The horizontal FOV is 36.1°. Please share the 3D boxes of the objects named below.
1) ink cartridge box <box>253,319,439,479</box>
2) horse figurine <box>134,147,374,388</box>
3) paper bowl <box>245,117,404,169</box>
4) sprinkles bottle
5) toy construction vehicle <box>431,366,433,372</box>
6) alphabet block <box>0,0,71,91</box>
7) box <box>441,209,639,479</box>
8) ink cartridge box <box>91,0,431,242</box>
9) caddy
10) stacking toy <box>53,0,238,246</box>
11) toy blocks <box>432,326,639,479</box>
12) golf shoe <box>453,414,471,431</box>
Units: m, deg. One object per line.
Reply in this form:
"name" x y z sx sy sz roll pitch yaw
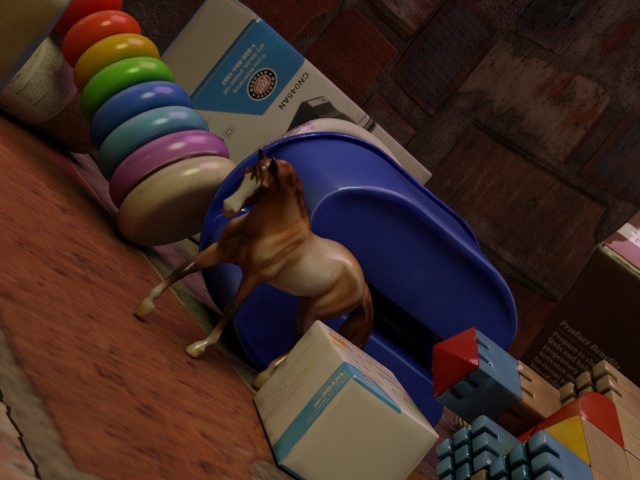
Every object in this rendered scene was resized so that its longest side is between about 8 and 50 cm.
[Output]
"ink cartridge box" 0.014 0.137 0.789 0.092 0.090 0.143 38 5 -20
"horse figurine" -0.029 0.042 0.842 0.263 0.174 0.066 37 6 -42
"paper bowl" 0.000 0.000 1.244 0.148 0.284 0.284 -20 -45 41
"sprinkles bottle" -0.366 -0.219 1.095 0.121 0.121 0.355 42 4 36
"toy construction vehicle" 0.088 0.172 1.149 0.085 0.098 0.035 19 -8 41
"alphabet block" -0.245 -0.110 0.391 0.197 0.193 0.192 37 5 -34
"box" 0.291 0.166 0.989 0.191 0.381 0.143 41 45 19
"ink cartridge box" -0.074 -0.112 1.393 0.395 0.285 0.166 36 5 -39
"caddy" 0.036 0.044 1.018 0.341 0.241 0.179 38 10 -26
"stacking toy" -0.208 -0.164 1.063 0.330 0.141 0.141 62 11 18
"toy blocks" 0.191 0.212 0.688 0.261 0.190 0.381 37 30 -20
"golf shoe" 0.246 0.275 1.425 0.140 0.115 0.306 29 -6 18
